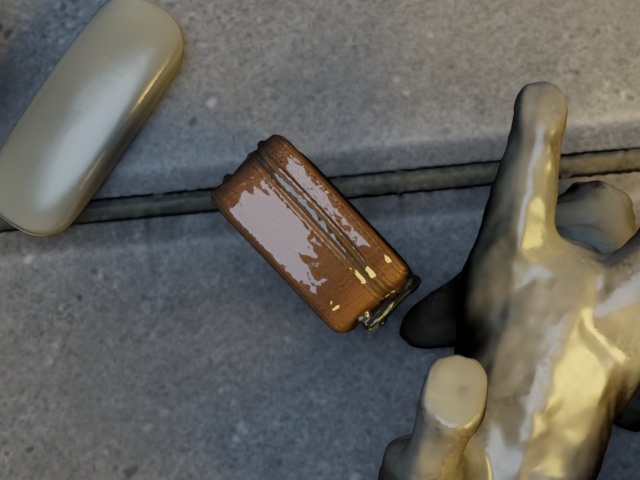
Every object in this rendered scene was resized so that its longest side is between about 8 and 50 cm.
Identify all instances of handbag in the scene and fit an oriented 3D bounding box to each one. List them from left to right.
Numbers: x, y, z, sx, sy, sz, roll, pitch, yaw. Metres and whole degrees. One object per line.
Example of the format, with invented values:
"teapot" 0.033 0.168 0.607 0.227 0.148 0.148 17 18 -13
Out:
"handbag" 0.000 0.000 1.218 0.072 0.193 0.151 -43 83 0

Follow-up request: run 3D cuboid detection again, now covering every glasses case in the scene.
"glasses case" -0.182 -0.097 1.323 0.081 0.051 0.204 35 86 9

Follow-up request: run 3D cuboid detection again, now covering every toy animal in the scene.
"toy animal" 0.143 0.100 1.184 0.194 0.303 0.344 22 60 4
